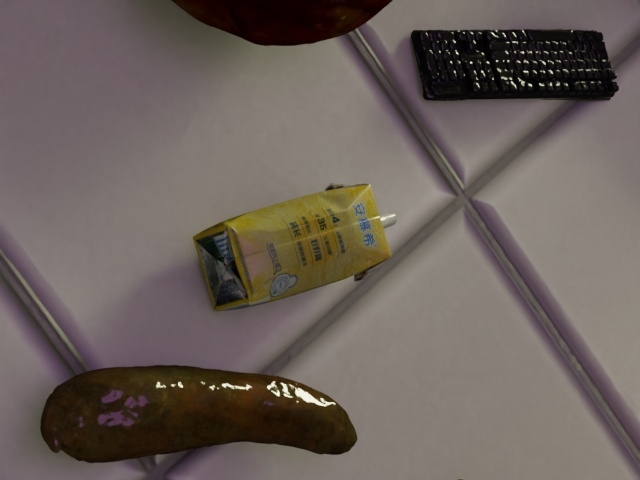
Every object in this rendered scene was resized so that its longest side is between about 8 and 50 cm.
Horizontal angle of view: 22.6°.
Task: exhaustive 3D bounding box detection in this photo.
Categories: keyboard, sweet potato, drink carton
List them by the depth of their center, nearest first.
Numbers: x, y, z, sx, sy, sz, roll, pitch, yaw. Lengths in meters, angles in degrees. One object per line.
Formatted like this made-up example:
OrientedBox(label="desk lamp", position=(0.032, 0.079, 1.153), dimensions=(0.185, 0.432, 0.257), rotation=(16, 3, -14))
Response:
OrientedBox(label="sweet potato", position=(-0.088, 0.132, 1.230), dimensions=(0.273, 0.075, 0.075), rotation=(4, 76, -35))
OrientedBox(label="drink carton", position=(0.000, 0.000, 1.315), dimensions=(0.200, 0.074, 0.084), rotation=(-17, 88, -32))
OrientedBox(label="keyboard", position=(0.187, -0.167, 1.503), dimensions=(0.231, 0.023, 0.072), rotation=(-4, 78, -33))

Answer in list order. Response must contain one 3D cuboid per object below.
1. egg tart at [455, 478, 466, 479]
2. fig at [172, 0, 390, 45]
OrientedBox(label="egg tart", position=(0.125, 0.250, 1.350), dimensions=(0.105, 0.039, 0.105), rotation=(7, 76, -30))
OrientedBox(label="fig", position=(-0.024, -0.269, 1.285), dimensions=(0.263, 0.224, 0.224), rotation=(24, 66, -31))
